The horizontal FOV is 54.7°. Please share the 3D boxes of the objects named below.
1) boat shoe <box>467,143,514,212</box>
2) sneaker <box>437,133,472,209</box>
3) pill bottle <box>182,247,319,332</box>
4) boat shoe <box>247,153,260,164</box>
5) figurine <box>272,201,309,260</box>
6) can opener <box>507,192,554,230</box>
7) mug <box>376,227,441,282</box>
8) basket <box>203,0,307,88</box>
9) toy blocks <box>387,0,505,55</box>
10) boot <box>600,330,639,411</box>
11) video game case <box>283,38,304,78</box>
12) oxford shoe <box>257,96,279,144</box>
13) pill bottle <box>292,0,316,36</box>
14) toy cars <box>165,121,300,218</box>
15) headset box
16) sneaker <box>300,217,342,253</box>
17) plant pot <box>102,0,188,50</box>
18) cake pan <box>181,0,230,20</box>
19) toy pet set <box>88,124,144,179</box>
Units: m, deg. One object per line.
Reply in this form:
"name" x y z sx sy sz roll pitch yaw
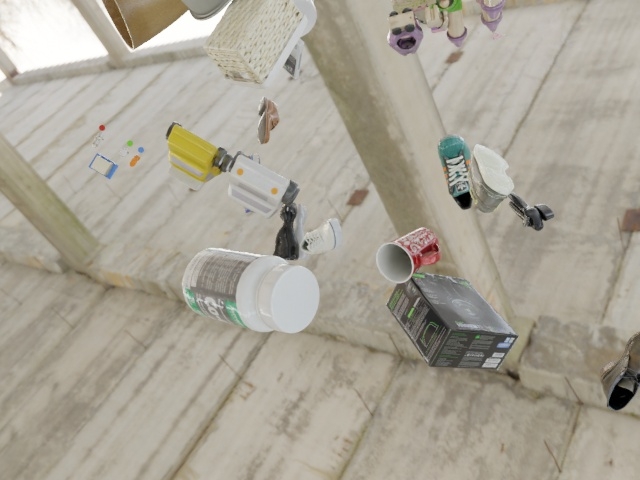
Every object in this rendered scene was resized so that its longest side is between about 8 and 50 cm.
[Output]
"boat shoe" 0.444 -0.172 1.658 0.305 0.109 0.091 -73 -172 -61
"sneaker" 0.472 -0.226 2.092 0.108 0.302 0.121 -16 -131 16
"pill bottle" -0.189 0.132 1.662 0.361 0.204 0.204 6 -131 44
"boat shoe" -0.174 -0.131 1.474 0.066 0.066 0.183 -7 -135 0
"figurine" -0.094 -0.035 2.208 0.093 0.215 0.209 4 -90 15
"can opener" 0.541 -0.076 1.628 0.073 0.059 0.186 -10 -158 -8
"mug" 0.256 0.041 1.664 0.150 0.113 0.169 30 -146 26
"basket" -0.121 -0.378 1.136 0.113 0.103 0.167 19 -106 38
"toy blocks" 0.314 -0.560 1.536 0.289 0.260 0.308 -9 -122 13
"boot" 0.689 0.280 1.338 0.082 0.219 0.106 25 -141 5
"video game case" -0.132 -0.646 2.029 0.022 0.173 0.190 -40 -103 -22
"oxford shoe" -0.180 -0.422 2.199 0.076 0.076 0.212 -44 -145 48
"pill bottle" -0.112 -0.737 1.828 0.161 0.160 0.282 -24 -124 8
"toy cars" -0.158 -0.103 1.006 0.394 0.177 0.087 29 -89 47
"headset box" 0.354 0.213 1.712 0.131 0.247 0.283 -66 -149 24
"sneaker" 0.000 0.000 1.963 0.091 0.094 0.258 -16 169 -18
"plant pot" -0.440 -0.668 1.638 0.254 0.237 0.237 -31 -145 -15
"cake pan" -0.196 -0.565 1.168 0.293 0.054 0.292 -22 -120 45
"toy pet set" -0.524 -0.214 1.567 0.114 0.122 0.065 -59 -172 -1
